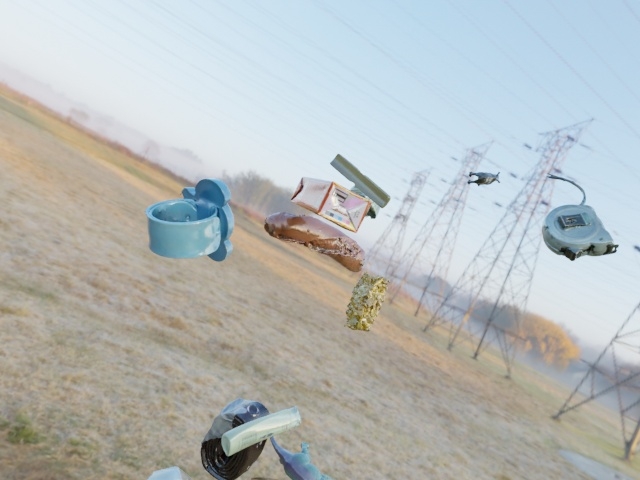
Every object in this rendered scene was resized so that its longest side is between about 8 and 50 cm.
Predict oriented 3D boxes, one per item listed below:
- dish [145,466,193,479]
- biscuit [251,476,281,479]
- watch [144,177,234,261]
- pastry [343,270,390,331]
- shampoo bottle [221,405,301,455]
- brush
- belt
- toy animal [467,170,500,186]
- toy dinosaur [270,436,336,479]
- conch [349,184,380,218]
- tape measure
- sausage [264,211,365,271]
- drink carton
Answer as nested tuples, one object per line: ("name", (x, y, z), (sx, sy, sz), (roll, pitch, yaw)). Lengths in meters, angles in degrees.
("dish", (-0.489, 0.829, 1.684), (0.064, 0.154, 0.234), (-100, 173, -46))
("biscuit", (-0.032, 0.634, 1.229), (0.262, 0.052, 0.277), (25, -26, -19))
("watch", (-0.314, -0.036, 1.177), (0.211, 0.210, 0.193), (24, 30, 30))
("pastry", (0.164, 0.238, 1.894), (0.102, 0.249, 0.154), (41, -26, -27))
("shampoo bottle", (-0.147, 0.482, 1.279), (0.213, 0.072, 0.049), (-10, 29, -35))
("brush", (0.142, -0.212, 1.778), (0.282, 0.054, 0.048), (44, 9, 27))
("belt", (-0.274, 0.655, 1.675), (0.184, 0.289, 0.164), (36, 25, 20))
("toy animal", (0.526, -0.197, 1.588), (0.136, 0.047, 0.065), (-2, 2, -45))
("toy dinosaur", (-0.051, 0.806, 1.701), (0.383, 0.129, 0.331), (42, -9, 5))
("conch", (0.185, -0.165, 1.984), (0.153, 0.102, 0.135), (44, -4, -26))
("tape measure", (0.648, -0.090, 1.347), (0.164, 0.330, 0.084), (-10, -40, 0))
("sausage", (0.002, -0.001, 1.248), (0.327, 0.087, 0.079), (26, 16, -37))
("drink carton", (0.015, -0.081, 1.053), (0.096, 0.070, 0.223), (26, 2, -19))
